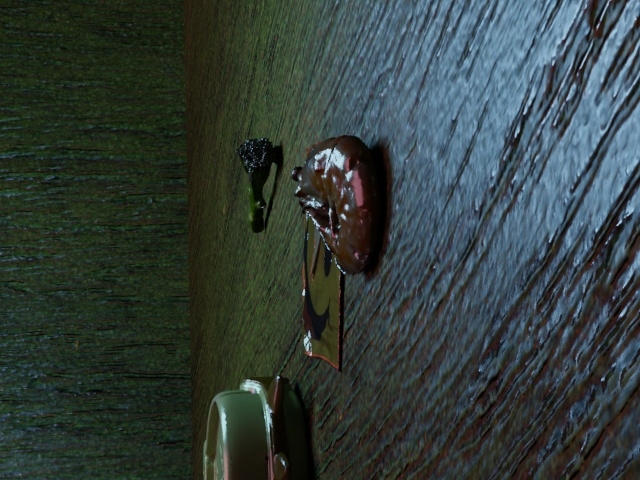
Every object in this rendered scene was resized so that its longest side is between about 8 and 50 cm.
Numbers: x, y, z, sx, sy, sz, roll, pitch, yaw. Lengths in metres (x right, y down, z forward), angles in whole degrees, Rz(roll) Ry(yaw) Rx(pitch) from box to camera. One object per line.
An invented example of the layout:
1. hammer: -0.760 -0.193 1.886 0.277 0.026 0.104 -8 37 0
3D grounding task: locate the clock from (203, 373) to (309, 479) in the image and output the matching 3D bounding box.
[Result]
1. clock: -0.092 0.330 2.068 0.348 0.117 0.286 105 163 -53

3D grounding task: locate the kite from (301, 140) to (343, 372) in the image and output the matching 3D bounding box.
1. kite: 0.002 0.000 1.881 0.377 0.013 0.327 -99 15 -47

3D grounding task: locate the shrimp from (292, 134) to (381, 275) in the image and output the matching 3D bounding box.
1. shrimp: 0.015 -0.042 1.684 0.294 0.062 0.154 -156 62 -78

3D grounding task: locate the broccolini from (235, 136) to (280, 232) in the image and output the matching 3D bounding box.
1. broccolini: -0.095 -0.088 2.353 0.216 0.067 0.058 91 179 -60
